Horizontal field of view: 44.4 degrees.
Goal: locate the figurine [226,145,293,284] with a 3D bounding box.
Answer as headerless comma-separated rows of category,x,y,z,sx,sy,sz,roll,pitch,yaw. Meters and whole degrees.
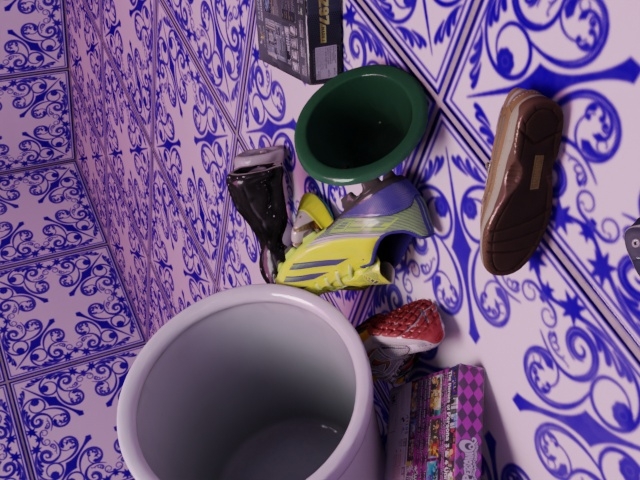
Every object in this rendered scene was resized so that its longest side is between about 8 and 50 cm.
figurine,-0.086,-0.037,1.310,0.215,0.092,0.210,-94,-7,-72

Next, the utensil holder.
utensil holder,-0.068,0.304,1.121,0.328,0.327,0.386,55,167,38

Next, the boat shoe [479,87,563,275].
boat shoe,0.193,-0.059,0.786,0.072,0.068,0.190,-121,36,-58

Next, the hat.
hat,0.076,-0.108,1.016,0.183,0.172,0.209,52,-164,-50

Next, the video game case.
video game case,0.138,0.289,0.997,0.210,0.041,0.232,134,145,-63

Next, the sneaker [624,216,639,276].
sneaker,0.287,-0.046,0.546,0.163,0.086,0.226,9,112,61

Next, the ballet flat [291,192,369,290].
ballet flat,0.000,0.000,1.207,0.231,0.077,0.077,51,148,43

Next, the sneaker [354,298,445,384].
sneaker,0.110,0.142,1.065,0.093,0.088,0.225,57,157,0

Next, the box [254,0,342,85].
box,-0.037,-0.356,1.114,0.183,0.059,0.233,39,138,53

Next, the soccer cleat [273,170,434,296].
soccer cleat,0.036,0.026,1.045,0.289,0.093,0.121,-43,75,40
